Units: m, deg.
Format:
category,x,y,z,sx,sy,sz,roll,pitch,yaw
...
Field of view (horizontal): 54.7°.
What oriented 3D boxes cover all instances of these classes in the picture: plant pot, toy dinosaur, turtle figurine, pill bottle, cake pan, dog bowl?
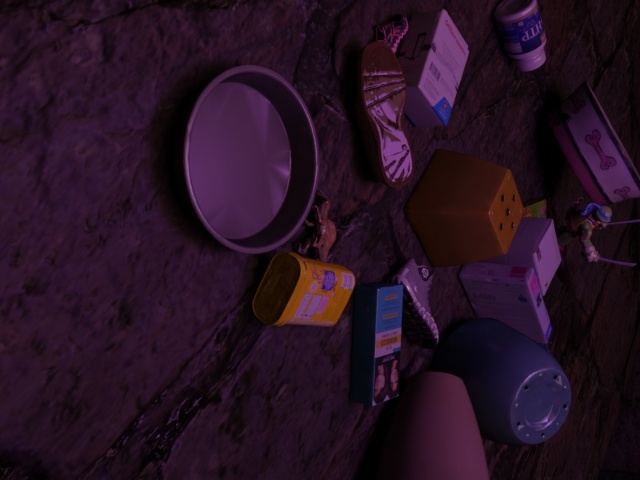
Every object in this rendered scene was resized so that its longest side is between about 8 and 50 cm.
category,x,y,z,sx,sy,sz,roll,pitch,yaw
plant pot,0.455,0.360,1.505,0.293,0.235,0.292,-5,101,-24
toy dinosaur,0.000,0.000,1.137,0.093,0.053,0.183,-6,99,-51
plant pot,0.251,0.441,1.370,0.256,0.257,0.273,42,47,-44
turtle figurine,0.839,0.006,1.955,0.275,0.266,0.197,22,61,-26
pill bottle,0.553,-0.563,1.691,0.186,0.112,0.112,55,54,-38
cake pan,-0.114,-0.126,0.983,0.293,0.054,0.293,-8,101,-49
plant pot,0.350,-0.071,1.445,0.212,0.187,0.212,-58,133,-28
dog bowl,0.869,-0.291,1.962,0.408,0.150,0.407,41,33,-34

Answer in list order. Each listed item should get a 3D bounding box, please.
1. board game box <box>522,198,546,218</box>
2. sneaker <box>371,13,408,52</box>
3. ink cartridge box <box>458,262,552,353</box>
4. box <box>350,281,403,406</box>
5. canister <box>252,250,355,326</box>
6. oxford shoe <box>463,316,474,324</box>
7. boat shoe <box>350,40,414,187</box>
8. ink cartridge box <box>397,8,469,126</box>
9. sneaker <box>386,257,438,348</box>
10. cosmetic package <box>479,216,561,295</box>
category,x,y,z,sx,sy,sz,roll,pitch,yaw
board game box,0.646,-0.071,1.914,0.181,0.043,0.092,-17,107,-48
sneaker,0.138,-0.426,1.266,0.057,0.047,0.119,39,63,-33
ink cartridge box,0.506,0.182,1.663,0.065,0.186,0.311,-56,133,-32
box,0.119,0.213,1.299,0.101,0.060,0.244,-4,97,-50
canister,-0.024,0.091,1.086,0.170,0.073,0.126,15,104,-52
oxford shoe,0.440,0.299,1.671,0.083,0.096,0.227,-46,125,-35
boat shoe,0.114,-0.246,1.233,0.105,0.089,0.285,-13,103,-22
ink cartridge box,0.238,-0.373,1.353,0.148,0.086,0.203,38,65,-46
sneaker,0.236,0.134,1.414,0.132,0.086,0.228,-53,130,-35
cosmetic package,0.529,0.037,1.676,0.151,0.184,0.151,-51,131,-33
